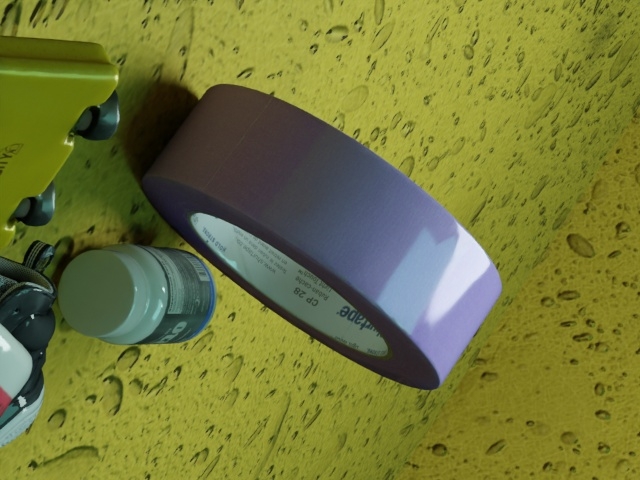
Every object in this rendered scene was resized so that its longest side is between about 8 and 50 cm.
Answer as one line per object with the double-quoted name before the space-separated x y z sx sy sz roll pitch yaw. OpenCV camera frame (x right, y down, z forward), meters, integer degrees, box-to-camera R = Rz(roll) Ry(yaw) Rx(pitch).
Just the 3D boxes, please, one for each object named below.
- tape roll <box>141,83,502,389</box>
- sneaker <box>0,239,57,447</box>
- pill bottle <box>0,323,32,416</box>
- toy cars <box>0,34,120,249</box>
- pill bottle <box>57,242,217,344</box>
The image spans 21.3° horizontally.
"tape roll" 0.000 0.000 1.292 0.090 0.275 0.275 -54 161 -12
"sneaker" -0.254 0.083 1.061 0.268 0.101 0.153 -38 152 -59
"pill bottle" -0.310 0.138 0.875 0.318 0.176 0.176 -55 161 -13
"toy cars" -0.211 -0.110 0.877 0.176 0.087 0.394 -21 156 1
"pill bottle" -0.141 0.042 1.306 0.078 0.078 0.137 -62 160 8
